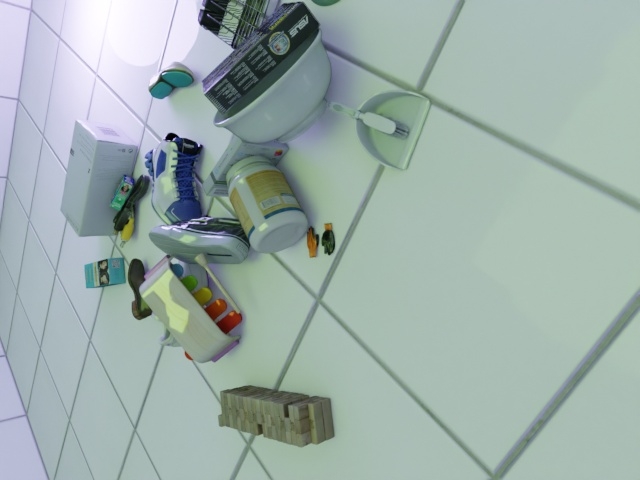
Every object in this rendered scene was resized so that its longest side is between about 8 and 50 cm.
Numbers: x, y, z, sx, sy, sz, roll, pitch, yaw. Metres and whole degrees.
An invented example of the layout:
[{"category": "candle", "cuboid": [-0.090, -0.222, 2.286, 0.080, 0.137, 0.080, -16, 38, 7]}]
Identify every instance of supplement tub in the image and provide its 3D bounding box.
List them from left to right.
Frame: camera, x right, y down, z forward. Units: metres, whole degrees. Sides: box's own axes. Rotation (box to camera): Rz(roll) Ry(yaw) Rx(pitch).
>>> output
[{"category": "supplement tub", "cuboid": [-0.130, -0.085, 1.125, 0.144, 0.144, 0.200, -46, 61, 35]}]

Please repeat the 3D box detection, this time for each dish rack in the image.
[{"category": "dish rack", "cuboid": [-0.217, -0.612, 1.249, 0.271, 0.074, 0.208, 43, 121, 32]}]

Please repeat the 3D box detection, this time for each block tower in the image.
[{"category": "block tower", "cuboid": [-0.122, 0.420, 1.169, 0.335, 0.091, 0.097, -11, 83, 43]}]

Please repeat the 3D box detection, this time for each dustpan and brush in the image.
[{"category": "dustpan and brush", "cuboid": [0.099, -0.242, 0.958, 0.211, 0.060, 0.147, 33, 113, 38]}]

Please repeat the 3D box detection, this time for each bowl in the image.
[{"category": "bowl", "cuboid": [-0.080, -0.307, 1.039, 0.297, 0.134, 0.298, -31, 31, 21]}]

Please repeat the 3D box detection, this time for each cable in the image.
[{"category": "cable", "cuboid": [-0.674, -0.119, 1.730, 0.287, 0.072, 0.139, -55, 38, 15]}]

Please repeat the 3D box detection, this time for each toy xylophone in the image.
[{"category": "toy xylophone", "cuboid": [-0.336, 0.175, 1.291, 0.236, 0.081, 0.323, -32, 90, 12]}]

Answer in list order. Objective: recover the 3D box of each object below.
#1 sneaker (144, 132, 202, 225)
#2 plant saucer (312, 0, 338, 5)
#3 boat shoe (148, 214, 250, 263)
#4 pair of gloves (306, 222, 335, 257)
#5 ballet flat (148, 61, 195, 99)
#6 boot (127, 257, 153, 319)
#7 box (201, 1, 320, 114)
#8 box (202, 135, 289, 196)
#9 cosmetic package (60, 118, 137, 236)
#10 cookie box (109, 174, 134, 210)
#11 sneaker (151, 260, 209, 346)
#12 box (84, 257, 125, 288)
[{"category": "sneaker", "cuboid": [-0.422, -0.200, 1.415, 0.182, 0.127, 0.316, -45, 60, 38]}, {"category": "plant saucer", "cuboid": [0.018, -0.619, 1.044, 0.195, 0.037, 0.195, 2, 93, 43]}, {"category": "boat shoe", "cuboid": [-0.318, -0.009, 1.315, 0.335, 0.121, 0.119, 7, 51, 27]}, {"category": "pair of gloves", "cuboid": [0.000, 0.000, 1.096, 0.083, 0.010, 0.074, -9, 84, 41]}, {"category": "ballet flat", "cuboid": [-0.461, -0.510, 1.483, 0.248, 0.086, 0.086, -3, 89, 45]}, {"category": "boot", "cuboid": [-0.592, 0.153, 1.643, 0.106, 0.082, 0.219, -20, 72, 20]}, {"category": "box", "cuboid": [-0.142, -0.404, 1.047, 0.270, 0.060, 0.216, -41, 29, 5]}, {"category": "box", "cuboid": [-0.185, -0.179, 1.175, 0.186, 0.145, 0.038, -45, 63, 35]}, {"category": "cosmetic package", "cuboid": [-0.834, -0.228, 1.790, 0.217, 0.156, 0.385, 37, 115, 35]}, {"category": "cookie box", "cuboid": [-0.710, -0.171, 1.713, 0.107, 0.040, 0.092, -58, 28, 9]}, {"category": "sneaker", "cuboid": [-0.408, 0.165, 1.391, 0.114, 0.152, 0.305, 3, 93, 55]}, {"category": "box", "cuboid": [-0.849, 0.130, 1.880, 0.244, 0.060, 0.101, -12, 83, 44]}]
